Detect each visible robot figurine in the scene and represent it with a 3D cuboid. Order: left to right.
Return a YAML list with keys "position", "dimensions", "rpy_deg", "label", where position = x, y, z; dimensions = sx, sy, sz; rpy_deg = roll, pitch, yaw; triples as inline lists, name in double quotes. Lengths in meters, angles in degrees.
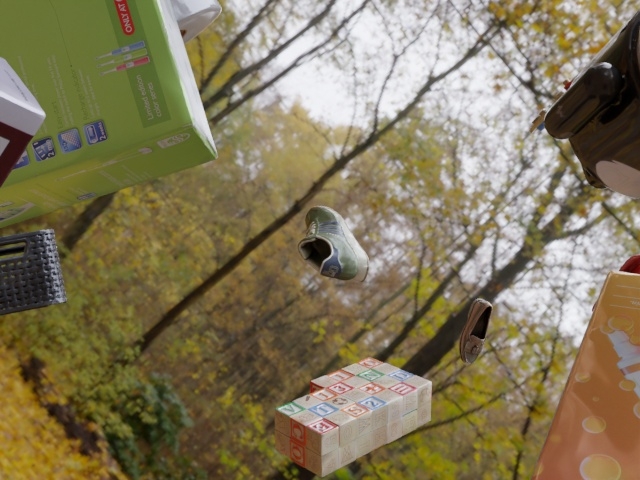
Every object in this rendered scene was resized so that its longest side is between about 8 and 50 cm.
- position: [0.351, -0.147, 0.798]
  dimensions: [0.173, 0.209, 0.278]
  rpy_deg: [39, -18, 3]
  label: "robot figurine"

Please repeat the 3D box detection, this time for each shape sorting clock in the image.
- position: [0.441, -0.265, 1.414]
  dimensions: [0.040, 0.206, 0.206]
  rpy_deg: [48, -16, 11]
  label: "shape sorting clock"

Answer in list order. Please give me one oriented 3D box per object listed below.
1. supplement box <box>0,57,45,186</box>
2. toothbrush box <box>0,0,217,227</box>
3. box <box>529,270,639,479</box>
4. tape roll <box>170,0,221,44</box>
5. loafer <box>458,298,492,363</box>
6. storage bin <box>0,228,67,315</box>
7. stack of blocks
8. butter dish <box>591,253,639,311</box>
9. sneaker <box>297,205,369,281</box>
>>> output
- position: [-0.254, -0.002, 0.378]
  dimensions: [0.130, 0.239, 0.073]
  rpy_deg: [27, 13, -48]
  label: "supplement box"
- position: [-0.256, -0.134, 0.686]
  dimensions: [0.122, 0.283, 0.206]
  rpy_deg: [82, -10, -82]
  label: "toothbrush box"
- position: [0.344, 0.206, 0.765]
  dimensions: [0.215, 0.345, 0.168]
  rpy_deg: [6, -50, 30]
  label: "box"
- position: [-0.234, -0.264, 1.011]
  dimensions: [0.072, 0.219, 0.219]
  rpy_deg: [59, -17, -9]
  label: "tape roll"
- position: [0.292, 0.172, 1.509]
  dimensions: [0.045, 0.125, 0.039]
  rpy_deg: [12, 2, -22]
  label: "loafer"
- position: [-0.362, 0.043, 0.929]
  dimensions: [0.180, 0.122, 0.084]
  rpy_deg: [165, -86, -71]
  label: "storage bin"
- position: [0.052, 0.328, 1.547]
  dimensions: [0.171, 0.297, 0.087]
  rpy_deg: [15, -68, 45]
  label: "stack of blocks"
- position: [0.505, 0.096, 1.172]
  dimensions: [0.160, 0.160, 0.118]
  rpy_deg: [102, -19, -52]
  label: "butter dish"
- position: [0.000, 0.000, 1.297]
  dimensions: [0.192, 0.086, 0.064]
  rpy_deg: [53, -48, 48]
  label: "sneaker"
